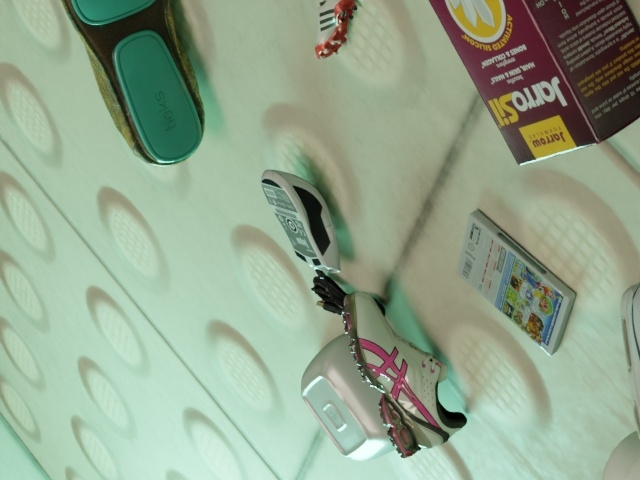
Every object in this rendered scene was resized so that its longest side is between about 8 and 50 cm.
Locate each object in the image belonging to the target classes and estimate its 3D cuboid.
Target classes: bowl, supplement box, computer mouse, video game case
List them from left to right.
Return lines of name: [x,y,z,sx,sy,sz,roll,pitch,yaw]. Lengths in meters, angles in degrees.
computer mouse: [0.000,0.000,1.556,0.106,0.042,0.193,22,142,56]
bowl: [0.033,0.184,1.682,0.142,0.053,0.142,55,155,7]
video game case: [0.172,0.038,1.338,0.122,0.011,0.087,43,149,26]
supplement box: [0.154,-0.159,1.081,0.188,0.081,0.104,61,153,-7]

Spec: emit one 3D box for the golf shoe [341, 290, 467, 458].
golf shoe: [0.083,0.126,1.525,0.067,0.086,0.186,-89,-25,-72]

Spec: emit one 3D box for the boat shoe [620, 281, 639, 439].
boat shoe: [0.287,0.136,1.167,0.076,0.083,0.226,160,101,-77]

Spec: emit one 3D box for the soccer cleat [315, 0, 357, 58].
soccer cleat: [0.009,-0.196,1.344,0.035,0.029,0.083,56,151,21]

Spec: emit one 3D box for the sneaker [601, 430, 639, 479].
sneaker: [0.329,0.315,1.269,0.169,0.108,0.292,28,140,49]

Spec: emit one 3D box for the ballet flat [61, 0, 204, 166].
ballet flat: [-0.211,-0.241,1.579,0.123,0.123,0.348,24,138,47]
